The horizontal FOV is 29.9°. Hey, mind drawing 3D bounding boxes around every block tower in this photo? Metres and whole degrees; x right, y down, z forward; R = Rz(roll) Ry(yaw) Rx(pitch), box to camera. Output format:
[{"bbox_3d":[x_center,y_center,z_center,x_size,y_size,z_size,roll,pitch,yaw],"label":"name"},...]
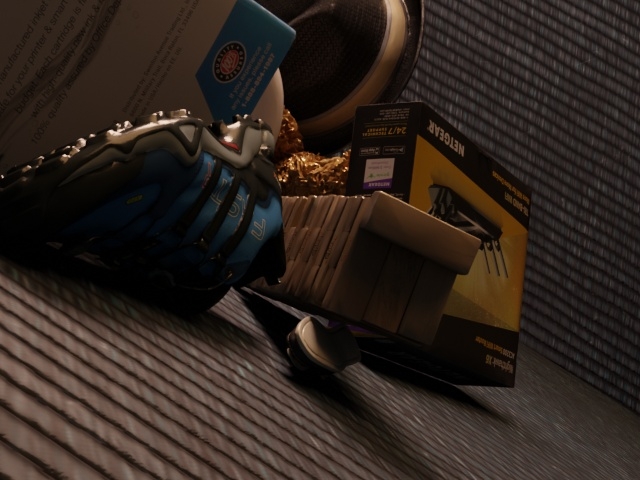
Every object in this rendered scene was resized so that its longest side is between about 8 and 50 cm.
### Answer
[{"bbox_3d":[0.012,0.019,1.013,0.091,0.097,0.335,23,-7,-17],"label":"block tower"}]

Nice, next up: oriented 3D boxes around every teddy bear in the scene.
[{"bbox_3d":[-0.023,-0.042,1.425,0.338,0.113,0.245,29,-32,36],"label":"teddy bear"}]

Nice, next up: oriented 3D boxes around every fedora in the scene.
[{"bbox_3d":[-0.038,-0.257,1.512,0.152,0.334,0.334,24,8,-47],"label":"fedora"}]

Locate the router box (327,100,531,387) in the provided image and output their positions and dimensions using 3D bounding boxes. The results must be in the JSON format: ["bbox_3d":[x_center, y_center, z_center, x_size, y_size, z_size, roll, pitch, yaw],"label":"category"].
[{"bbox_3d":[0.129,0.016,1.296,0.081,0.242,0.309,0,-15,32],"label":"router box"}]

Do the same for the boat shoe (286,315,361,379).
[{"bbox_3d":[-0.004,0.084,0.911,0.046,0.038,0.125,64,13,8],"label":"boat shoe"}]

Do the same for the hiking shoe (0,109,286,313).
[{"bbox_3d":[-0.100,-0.014,0.825,0.304,0.113,0.132,-15,87,-62],"label":"hiking shoe"}]

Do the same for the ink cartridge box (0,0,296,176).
[{"bbox_3d":[-0.206,-0.152,0.932,0.307,0.223,0.129,29,4,-42],"label":"ink cartridge box"}]

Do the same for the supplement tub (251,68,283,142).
[{"bbox_3d":[-0.184,-0.169,1.321,0.228,0.228,0.316,30,4,-22],"label":"supplement tub"}]
